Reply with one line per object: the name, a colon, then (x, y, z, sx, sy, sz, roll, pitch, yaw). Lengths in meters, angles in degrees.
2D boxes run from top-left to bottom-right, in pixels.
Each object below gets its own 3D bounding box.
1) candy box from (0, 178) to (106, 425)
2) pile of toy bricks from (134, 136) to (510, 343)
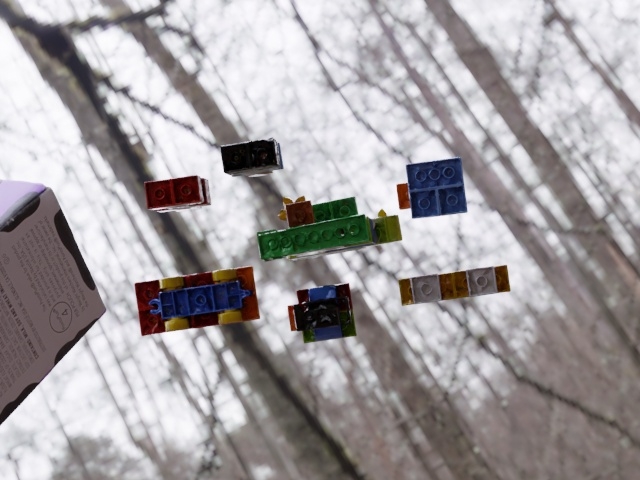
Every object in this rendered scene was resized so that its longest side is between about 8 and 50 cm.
candy box: (-0.212, 0.055, 0.531, 0.196, 0.165, 0.070, -51, -45, -39)
pile of toy bricks: (0.000, 0.000, 0.800, 0.212, 0.118, 0.105, -8, -3, 6)
